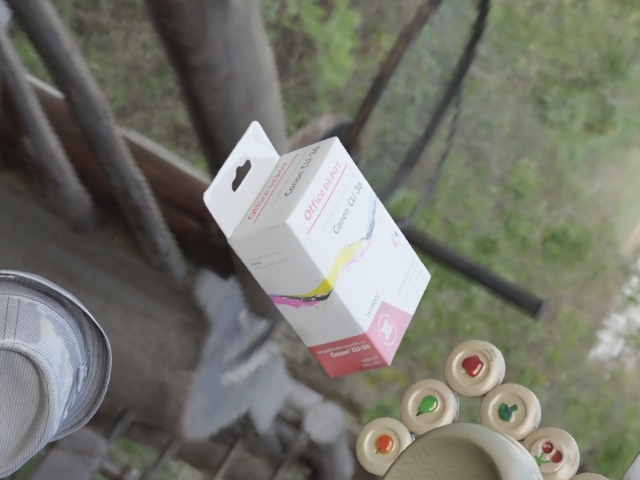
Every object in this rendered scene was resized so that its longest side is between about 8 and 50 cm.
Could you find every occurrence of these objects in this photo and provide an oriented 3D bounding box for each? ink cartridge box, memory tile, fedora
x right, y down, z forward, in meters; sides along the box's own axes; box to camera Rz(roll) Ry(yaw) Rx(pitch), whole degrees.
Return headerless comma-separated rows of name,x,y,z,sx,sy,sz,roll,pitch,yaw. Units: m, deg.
ink cartridge box,0.000,0.000,1.209,0.067,0.198,0.115,-16,-149,37
memory tile,0.098,0.142,0.894,0.113,0.148,0.012,-41,153,2
fedora,-0.358,0.169,1.654,0.124,0.243,0.275,-98,-152,-56

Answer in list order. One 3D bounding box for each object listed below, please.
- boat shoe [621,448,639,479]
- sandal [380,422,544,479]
boat shoe,0.213,0.086,0.774,0.142,0.040,0.049,-54,167,22
sandal,0.004,0.129,0.422,0.180,0.072,0.049,-61,144,-9
